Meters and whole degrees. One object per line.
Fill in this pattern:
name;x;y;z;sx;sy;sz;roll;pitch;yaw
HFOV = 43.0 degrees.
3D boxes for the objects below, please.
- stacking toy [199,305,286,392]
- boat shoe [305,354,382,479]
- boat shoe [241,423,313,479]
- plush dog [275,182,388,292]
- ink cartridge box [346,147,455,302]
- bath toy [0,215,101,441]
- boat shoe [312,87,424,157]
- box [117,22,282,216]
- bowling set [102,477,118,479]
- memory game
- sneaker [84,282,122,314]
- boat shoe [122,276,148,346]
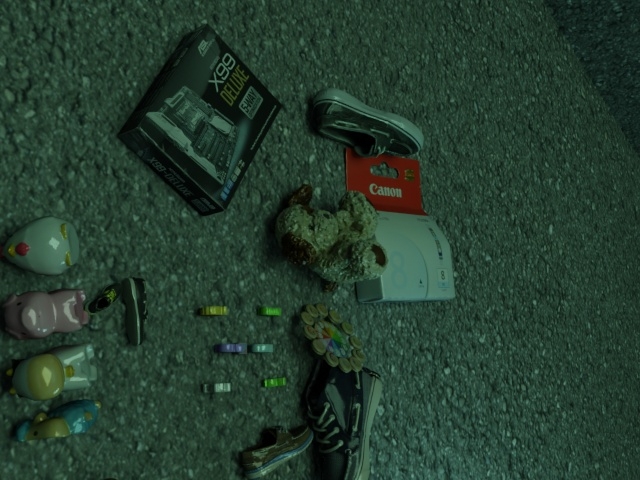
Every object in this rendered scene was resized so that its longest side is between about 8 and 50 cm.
stacking toy;-0.149;0.216;1.635;0.221;0.052;0.166;6;77;-47
boat shoe;0.023;0.410;1.741;0.158;0.127;0.340;35;50;-29
boat shoe;-0.086;0.413;1.649;0.183;0.066;0.066;-27;100;-47
plush dog;0.000;0.000;1.782;0.225;0.210;0.262;29;32;-24
ink cartridge box;0.205;-0.037;2.042;0.308;0.091;0.384;3;80;-47
bath toy;-0.443;0.135;1.294;0.151;0.129;0.348;118;-35;-87
boat shoe;0.112;-0.255;1.981;0.335;0.121;0.119;17;69;-32
box;-0.231;-0.242;1.628;0.242;0.077;0.307;46;52;-30
bowling set;-0.318;0.489;1.355;0.287;0.154;0.199;-24;80;-46
memory game;0.027;0.211;1.784;0.186;0.012;0.186;35;28;-22
sneaker;-0.375;0.104;1.429;0.083;0.035;0.031;-47;116;-42
boat shoe;-0.330;0.128;1.468;0.038;0.046;0.125;0;73;-42
